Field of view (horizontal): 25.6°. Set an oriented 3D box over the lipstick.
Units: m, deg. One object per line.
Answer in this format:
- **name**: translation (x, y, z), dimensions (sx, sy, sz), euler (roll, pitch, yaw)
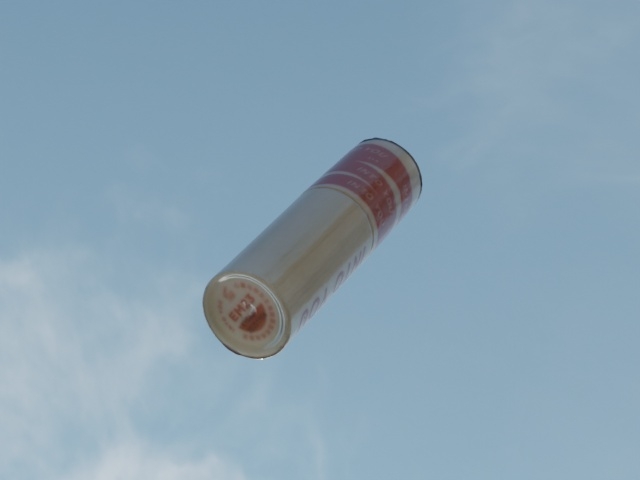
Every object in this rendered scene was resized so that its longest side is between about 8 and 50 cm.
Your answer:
- **lipstick**: translation (0.000, 0.000, 0.569), dimensions (0.038, 0.131, 0.038), euler (13, -58, 22)
